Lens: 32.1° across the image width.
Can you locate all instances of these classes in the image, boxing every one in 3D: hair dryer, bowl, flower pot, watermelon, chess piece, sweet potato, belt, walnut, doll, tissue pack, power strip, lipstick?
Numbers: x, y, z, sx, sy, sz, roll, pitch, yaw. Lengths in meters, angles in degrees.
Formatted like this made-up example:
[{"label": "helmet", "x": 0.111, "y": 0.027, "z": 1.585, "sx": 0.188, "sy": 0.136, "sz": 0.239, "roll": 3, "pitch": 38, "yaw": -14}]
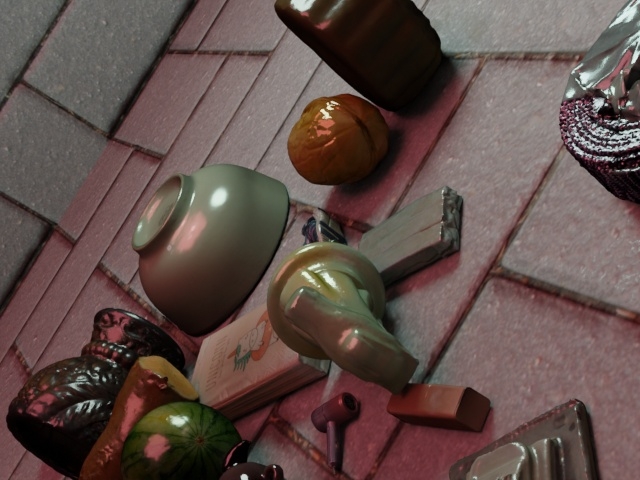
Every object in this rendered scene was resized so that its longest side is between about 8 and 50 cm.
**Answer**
[{"label": "hair dryer", "x": 0.021, "y": 0.267, "z": 1.511, "sx": 0.063, "sy": 0.037, "sz": 0.114, "roll": -37, "pitch": 38, "yaw": 35}, {"label": "bowl", "x": -0.240, "y": -0.011, "z": 2.146, "sx": 0.354, "sy": 0.185, "sz": 0.353, "roll": -43, "pitch": 28, "yaw": 29}, {"label": "flower pot", "x": -0.390, "y": 0.282, "z": 2.020, "sx": 0.267, "sy": 0.266, "sz": 0.267, "roll": -20, "pitch": 32, "yaw": 53}, {"label": "watermelon", "x": -0.206, "y": 0.338, "z": 1.667, "sx": 0.214, "sy": 0.188, "sz": 0.188, "roll": 124, "pitch": 165, "yaw": -55}, {"label": "chess piece", "x": 0.023, "y": 0.105, "z": 1.473, "sx": 0.175, "sy": 0.176, "sz": 0.298, "roll": -55, "pitch": 13, "yaw": 4}, {"label": "sweet potato", "x": -0.311, "y": 0.356, "z": 1.792, "sx": 0.336, "sy": 0.131, "sz": 0.131, "roll": -64, "pitch": 24, "yaw": 0}, {"label": "belt", "x": 0.406, "y": -0.192, "z": 1.240, "sx": 0.260, "sy": 0.122, "sz": 0.324, "roll": 12, "pitch": 70, "yaw": 60}, {"label": "walnut", "x": 0.027, "y": -0.168, "z": 1.883, "sx": 0.159, "sy": 0.159, "sz": 0.207, "roll": -65, "pitch": 18, "yaw": -17}, {"label": "doll", "x": -0.117, "y": 0.398, "z": 1.498, "sx": 0.257, "sy": 0.117, "sz": 0.182, "roll": -53, "pitch": 45, "yaw": 17}, {"label": "tissue pack", "x": -0.099, "y": 0.185, "z": 1.783, "sx": 0.325, "sy": 0.071, "sz": 0.170, "roll": -32, "pitch": 38, "yaw": 43}, {"label": "power strip", "x": 0.191, "y": 0.274, "z": 1.141, "sx": 0.198, "sy": 0.064, "sz": 0.213, "roll": -38, "pitch": 29, "yaw": 32}, {"label": "lipstick", "x": 0.141, "y": 0.200, "z": 1.348, "sx": 0.145, "sy": 0.045, "sz": 0.045, "roll": -9, "pitch": 51, "yaw": 59}]

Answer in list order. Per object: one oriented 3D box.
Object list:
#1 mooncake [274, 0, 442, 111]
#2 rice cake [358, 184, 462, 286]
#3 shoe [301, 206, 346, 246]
[{"label": "mooncake", "x": 0.073, "y": -0.356, "z": 1.870, "sx": 0.161, "sy": 0.290, "sz": 0.290, "roll": -49, "pitch": 25, "yaw": 3}, {"label": "rice cake", "x": 0.121, "y": 0.006, "z": 1.630, "sx": 0.211, "sy": 0.038, "sz": 0.124, "roll": -35, "pitch": 32, "yaw": 40}, {"label": "shoe", "x": 0.000, "y": 0.000, "z": 1.834, "sx": 0.071, "sy": 0.064, "sz": 0.143, "roll": -50, "pitch": 23, "yaw": 14}]
